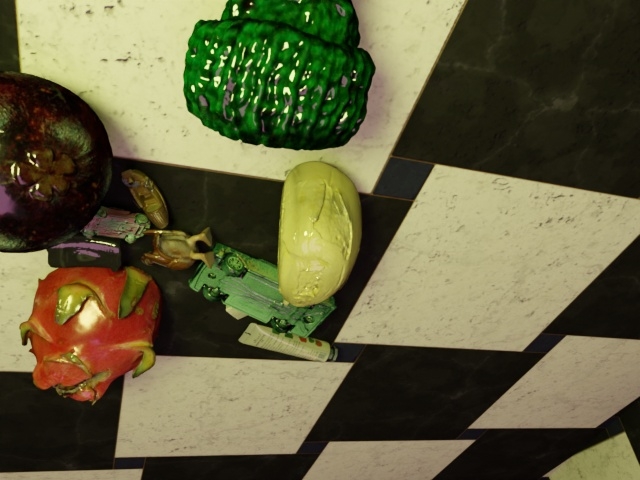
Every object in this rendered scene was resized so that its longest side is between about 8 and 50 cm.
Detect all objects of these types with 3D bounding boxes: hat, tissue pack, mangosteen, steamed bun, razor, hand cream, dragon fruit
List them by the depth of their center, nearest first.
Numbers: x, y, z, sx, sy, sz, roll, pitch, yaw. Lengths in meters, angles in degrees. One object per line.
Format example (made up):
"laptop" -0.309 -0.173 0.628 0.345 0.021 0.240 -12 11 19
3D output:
"hat" -0.042 -0.306 0.771 0.274 0.242 0.332 -3 117 -42
"mangosteen" -0.468 -0.120 0.822 0.288 0.288 0.288 -6 137 -6
"steamed bun" 0.000 0.000 1.063 0.166 0.232 0.273 2 137 -6
"razor" -0.479 0.019 1.105 0.148 0.054 0.090 4 135 -17
"dragon fruit" -0.496 0.213 1.186 0.306 0.225 0.305 -5 135 -4
"tissue pack" -0.177 0.159 1.343 0.108 0.023 0.056 -26 135 16
"hand cream" -0.082 0.283 1.479 0.276 0.059 0.095 19 131 -23

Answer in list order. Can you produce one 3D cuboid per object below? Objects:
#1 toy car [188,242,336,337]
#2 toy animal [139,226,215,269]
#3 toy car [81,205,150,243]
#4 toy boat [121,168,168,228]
"toy car" -0.133 0.117 1.244 0.321 0.097 0.141 28 126 -18
"toy animal" -0.317 0.020 1.106 0.179 0.089 0.188 -8 165 14
"toy car" -0.407 -0.038 1.062 0.142 0.055 0.069 10 136 -41
"toy boat" -0.331 -0.083 1.034 0.047 0.049 0.149 -16 137 6
